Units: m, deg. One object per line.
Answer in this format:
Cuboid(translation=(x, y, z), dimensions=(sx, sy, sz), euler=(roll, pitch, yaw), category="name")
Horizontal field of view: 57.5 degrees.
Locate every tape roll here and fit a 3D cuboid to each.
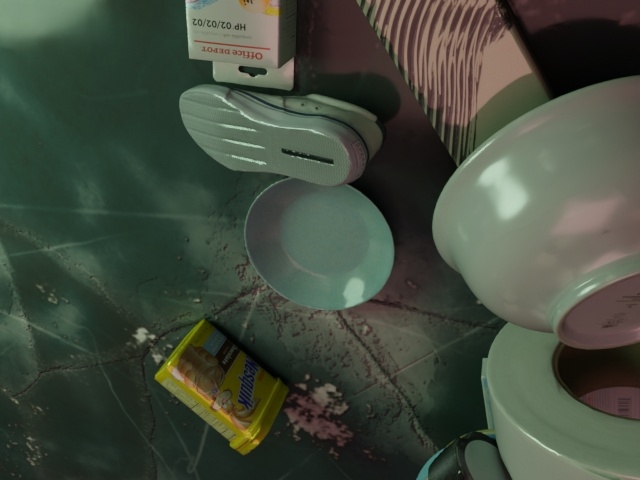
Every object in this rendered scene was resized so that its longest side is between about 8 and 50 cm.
Cuboid(translation=(0.318, 0.163, 0.593), dimensions=(0.286, 0.286, 0.100), euler=(-5, 118, 19), category="tape roll")

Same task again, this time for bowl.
Cuboid(translation=(0.262, 0.008, 0.534), dimensions=(0.298, 0.134, 0.297), euler=(-4, 143, -3), category="bowl")

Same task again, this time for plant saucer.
Cuboid(translation=(0.000, 0.000, 0.742), dimensions=(0.195, 0.037, 0.194), euler=(7, 121, 12), category="plant saucer")

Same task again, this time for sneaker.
Cuboid(translation=(-0.046, -0.125, 0.659), dimensions=(0.258, 0.091, 0.094), euler=(23, 131, 28), category="sneaker")

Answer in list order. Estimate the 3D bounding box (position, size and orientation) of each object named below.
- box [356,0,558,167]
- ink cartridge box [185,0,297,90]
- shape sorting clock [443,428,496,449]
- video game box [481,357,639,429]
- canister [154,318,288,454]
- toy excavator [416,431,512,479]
Cuboid(translation=(0.144, -0.173, 0.565), dimensions=(0.113, 0.094, 0.275), euler=(-29, 107, 27), category="box")
Cuboid(translation=(-0.082, -0.244, 0.611), dimensions=(0.104, 0.061, 0.181), euler=(10, 122, 12), category="ink cartridge box")
Cuboid(translation=(0.262, 0.343, 0.806), dimensions=(0.206, 0.040, 0.206), euler=(8, 122, 13), category="shape sorting clock")
Cuboid(translation=(0.321, 0.248, 0.782), dimensions=(0.187, 0.048, 0.205), euler=(-5, 118, 18), category="video game box")
Cuboid(translation=(-0.143, 0.210, 0.855), dimensions=(0.170, 0.126, 0.073), euler=(42, 122, -7), category="canister")
Cuboid(translation=(0.327, 0.422, 0.700), dimensions=(0.433, 0.445, 0.222), euler=(52, 122, 33), category="toy excavator")
